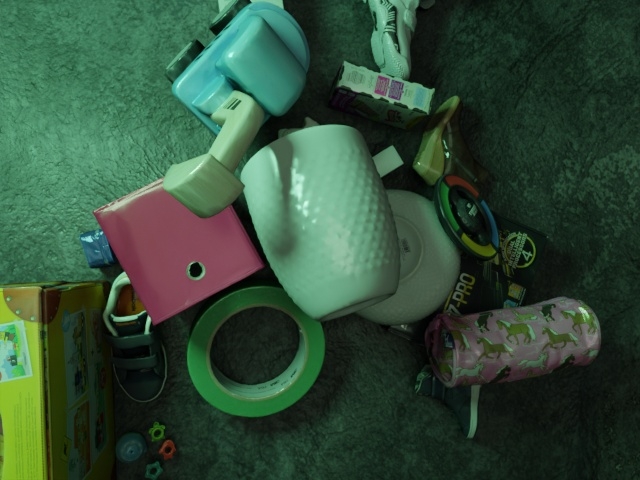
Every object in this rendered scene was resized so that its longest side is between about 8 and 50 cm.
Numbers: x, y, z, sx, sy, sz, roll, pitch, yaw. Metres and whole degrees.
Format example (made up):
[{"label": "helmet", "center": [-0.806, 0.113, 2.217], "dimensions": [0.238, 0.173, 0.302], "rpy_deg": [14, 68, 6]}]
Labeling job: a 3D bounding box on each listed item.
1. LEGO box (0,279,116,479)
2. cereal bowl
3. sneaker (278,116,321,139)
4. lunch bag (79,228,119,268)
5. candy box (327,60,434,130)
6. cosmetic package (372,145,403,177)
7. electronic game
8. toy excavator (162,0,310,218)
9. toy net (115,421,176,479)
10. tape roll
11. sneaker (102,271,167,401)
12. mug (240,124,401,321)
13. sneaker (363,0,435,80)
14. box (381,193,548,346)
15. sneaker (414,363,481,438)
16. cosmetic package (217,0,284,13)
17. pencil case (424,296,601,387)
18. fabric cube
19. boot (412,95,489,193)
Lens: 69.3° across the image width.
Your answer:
[{"label": "LEGO box", "center": [-0.565, 0.334, 0.923], "dimensions": [0.193, 0.372, 0.499], "rpy_deg": [-3, 87, -9]}, {"label": "cereal bowl", "center": [0.164, 0.032, 1.108], "dimensions": [0.340, 0.141, 0.338], "rpy_deg": [-3, 78, 13]}, {"label": "sneaker", "center": [-0.081, -0.221, 1.174], "dimensions": [0.115, 0.090, 0.232], "rpy_deg": [45, 73, 2]}, {"label": "lunch bag", "center": [-0.516, 0.021, 1.097], "dimensions": [0.065, 0.067, 0.098], "rpy_deg": [-18, 91, -9]}, {"label": "candy box", "center": [0.146, -0.358, 1.170], "dimensions": [0.234, 0.159, 0.071], "rpy_deg": [13, 87, -7]}, {"label": "cosmetic package", "center": [0.087, -0.152, 1.183], "dimensions": [0.239, 0.099, 0.060], "rpy_deg": [-32, 90, -9]}, {"label": "electronic game", "center": [0.349, -0.057, 1.099], "dimensions": [0.229, 0.048, 0.229], "rpy_deg": [22, 52, -31]}, {"label": "toy excavator", "center": [-0.157, -0.272, 0.883], "dimensions": [0.433, 0.445, 0.222], "rpy_deg": [-49, 121, -5]}, {"label": "toy net", "center": [-0.394, 0.558, 1.108], "dimensions": [0.122, 0.045, 0.232], "rpy_deg": [-23, 94, -27]}, {"label": "tape roll", "center": [-0.151, 0.256, 1.107], "dimensions": [0.322, 0.077, 0.320], "rpy_deg": [-2, 98, -15]}, {"label": "sneaker", "center": [-0.433, 0.226, 1.074], "dimensions": [0.126, 0.127, 0.320], "rpy_deg": [-8, 90, -10]}, {"label": "mug", "center": [0.000, 0.000, 0.978], "dimensions": [0.277, 0.374, 0.327], "rpy_deg": [-13, 73, -25]}, {"label": "sneaker", "center": [0.232, -0.598, 1.203], "dimensions": [0.211, 0.137, 0.365], "rpy_deg": [-13, 86, -6]}, {"label": "box", "center": [0.379, 0.109, 1.217], "dimensions": [0.319, 0.097, 0.394], "rpy_deg": [23, 84, -4]}, {"label": "sneaker", "center": [0.330, 0.413, 1.206], "dimensions": [0.164, 0.086, 0.226], "rpy_deg": [1, 116, 16]}, {"label": "cosmetic package", "center": [-0.175, -0.581, 1.133], "dimensions": [0.152, 0.151, 0.183], "rpy_deg": [-9, 89, -9]}, {"label": "pencil case", "center": [0.452, 0.236, 1.096], "dimensions": [0.387, 0.160, 0.167], "rpy_deg": [-6, 122, -8]}, {"label": "fabric cube", "center": [-0.293, 0.003, 1.036], "dimensions": [0.254, 0.259, 0.258], "rpy_deg": [-28, 92, -8]}, {"label": "boot", "center": [0.373, -0.238, 1.252], "dimensions": [0.207, 0.090, 0.248], "rpy_deg": [29, 82, -19]}]
